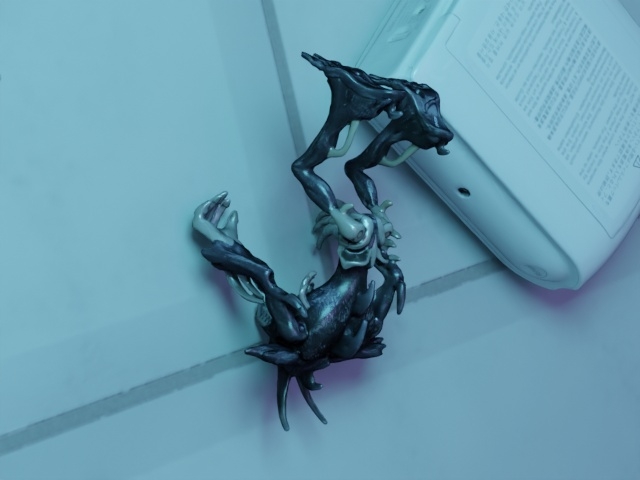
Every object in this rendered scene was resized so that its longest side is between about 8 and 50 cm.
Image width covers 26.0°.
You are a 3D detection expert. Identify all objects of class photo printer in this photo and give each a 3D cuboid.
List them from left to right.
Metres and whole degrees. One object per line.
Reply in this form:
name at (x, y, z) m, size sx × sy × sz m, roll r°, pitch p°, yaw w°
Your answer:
photo printer at (0.190, -0.125, 1.233) m, size 0.307 × 0.107 × 0.256 m, roll 43°, pitch 63°, yaw -28°

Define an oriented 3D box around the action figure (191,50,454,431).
action figure at (0.000, 0.000, 1.067) m, size 0.164 × 0.141 × 0.275 m, roll 5°, pitch 110°, yaw -45°
